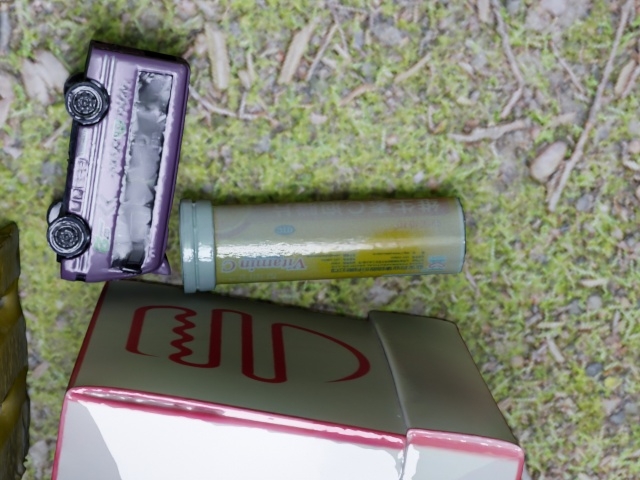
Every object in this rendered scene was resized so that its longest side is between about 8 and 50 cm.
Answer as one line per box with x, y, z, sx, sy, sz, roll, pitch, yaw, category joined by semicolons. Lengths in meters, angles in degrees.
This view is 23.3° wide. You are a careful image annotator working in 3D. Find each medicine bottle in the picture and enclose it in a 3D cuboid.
0.000;0.000;1.205;0.218;0.074;0.073;-2;103;-6;medicine bottle

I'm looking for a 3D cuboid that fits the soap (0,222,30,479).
-0.270;0.114;1.086;0.091;0.315;0.199;-1;104;-2;soap

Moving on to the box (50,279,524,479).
-0.046;0.222;1.130;0.300;0.312;0.314;9;102;-5;box

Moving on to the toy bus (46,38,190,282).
-0.151;-0.057;1.171;0.098;0.087;0.178;8;101;-12;toy bus
